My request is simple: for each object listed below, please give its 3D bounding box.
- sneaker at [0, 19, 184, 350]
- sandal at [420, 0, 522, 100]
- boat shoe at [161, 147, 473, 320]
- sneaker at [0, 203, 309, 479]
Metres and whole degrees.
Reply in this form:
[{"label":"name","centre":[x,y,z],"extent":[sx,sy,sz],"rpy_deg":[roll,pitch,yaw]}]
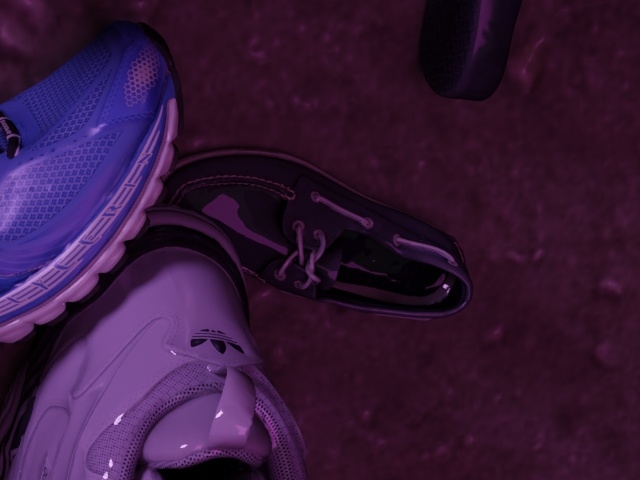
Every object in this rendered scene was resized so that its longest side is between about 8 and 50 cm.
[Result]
[{"label":"sneaker","centre":[-0.214,-0.008,0.887],"extent":[0.330,0.130,0.147],"rpy_deg":[-40,120,-4]},{"label":"sandal","centre":[0.113,-0.203,0.968],"extent":[0.054,0.097,0.255],"rpy_deg":[3,118,-21]},{"label":"boat shoe","centre":[0.000,0.000,1.006],"extent":[0.206,0.065,0.075],"rpy_deg":[17,105,-24]},{"label":"sneaker","centre":[-0.114,0.179,0.932],"extent":[0.137,0.210,0.366],"rpy_deg":[10,112,-23]}]
